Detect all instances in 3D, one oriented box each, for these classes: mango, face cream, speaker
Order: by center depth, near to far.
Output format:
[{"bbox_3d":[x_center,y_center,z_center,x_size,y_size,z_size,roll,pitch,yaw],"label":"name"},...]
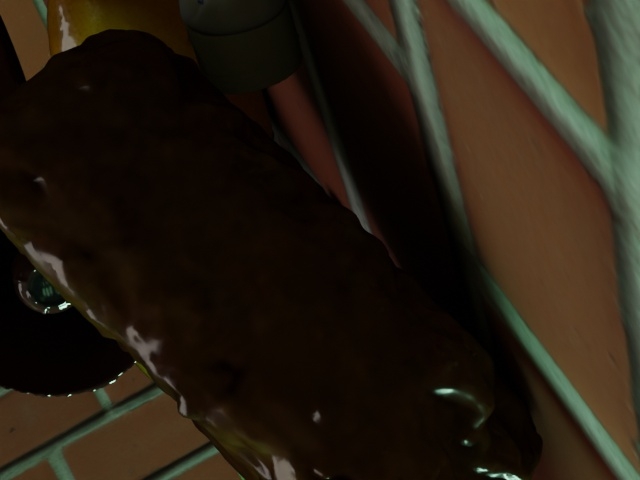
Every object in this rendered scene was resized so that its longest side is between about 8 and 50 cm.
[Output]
[{"bbox_3d":[-0.069,-0.206,1.116,0.114,0.070,0.224,-130,22,-57],"label":"face cream"},{"bbox_3d":[-0.132,-0.142,1.466,0.126,0.154,0.252,42,175,48],"label":"mango"},{"bbox_3d":[-0.270,-0.048,1.561,0.259,0.198,0.329,42,-169,-29],"label":"speaker"}]

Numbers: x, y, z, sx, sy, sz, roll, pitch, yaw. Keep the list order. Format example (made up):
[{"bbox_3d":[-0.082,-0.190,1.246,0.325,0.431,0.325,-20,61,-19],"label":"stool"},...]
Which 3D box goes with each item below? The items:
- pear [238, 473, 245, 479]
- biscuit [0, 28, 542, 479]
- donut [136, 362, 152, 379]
[{"bbox_3d":[-0.027,0.107,1.575,0.286,0.176,0.282,57,172,-8],"label":"pear"},{"bbox_3d":[-0.045,0.042,1.149,0.395,0.166,0.342,46,173,-3],"label":"biscuit"},{"bbox_3d":[-0.154,0.040,1.873,0.360,0.170,0.360,39,-173,-5],"label":"donut"}]
